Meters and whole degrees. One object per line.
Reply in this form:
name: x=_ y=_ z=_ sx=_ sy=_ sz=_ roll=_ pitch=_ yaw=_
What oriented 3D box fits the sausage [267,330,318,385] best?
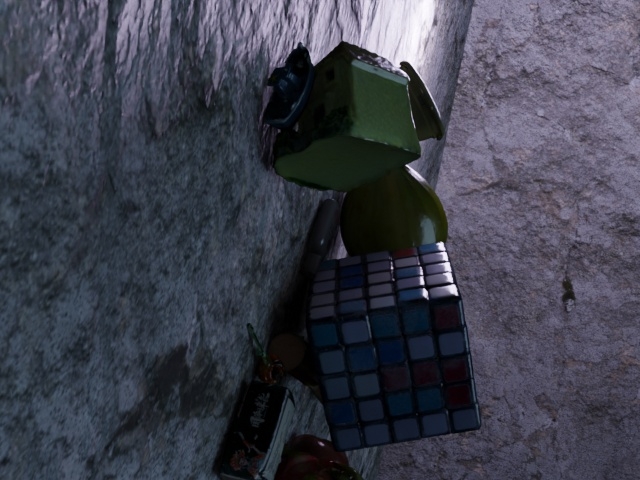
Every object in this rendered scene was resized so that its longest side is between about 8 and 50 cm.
sausage: x=-0.032 y=0.248 z=1.772 sx=0.371 sy=0.082 sz=0.082 roll=61 pitch=44 yaw=-73

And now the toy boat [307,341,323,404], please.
toy boat: x=0.028 y=0.291 z=1.973 sx=0.061 sy=0.116 sz=0.188 roll=-53 pitch=154 yaw=-47

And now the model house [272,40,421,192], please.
model house: x=0.021 y=-0.197 z=1.365 sx=0.214 sy=0.195 sz=0.189 roll=-23 pitch=-118 yaw=51

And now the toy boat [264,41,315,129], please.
toy boat: x=-0.046 y=-0.225 z=1.277 sx=0.061 sy=0.060 sz=0.137 roll=46 pitch=59 yaw=-46

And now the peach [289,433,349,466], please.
peach: x=-0.007 y=0.517 z=2.000 sx=0.152 sy=0.152 sz=0.152 roll=13 pitch=90 yaw=-78

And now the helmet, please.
helmet: x=0.192 y=-0.304 z=2.071 sx=0.204 sy=0.137 sz=0.257 roll=63 pitch=7 yaw=-2

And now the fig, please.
fig: x=0.163 y=-0.059 z=1.953 sx=0.239 sy=0.239 sz=0.271 roll=-55 pitch=146 yaw=-59

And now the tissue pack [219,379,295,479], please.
tissue pack: x=-0.106 y=0.333 z=1.496 sx=0.103 sy=0.090 sz=0.170 roll=78 pitch=26 yaw=-63

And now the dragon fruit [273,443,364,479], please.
dragon fruit: x=-0.022 y=0.554 z=1.778 sx=0.231 sy=0.237 sz=0.303 roll=-58 pitch=179 yaw=-30

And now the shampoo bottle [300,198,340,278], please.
shampoo bottle: x=0.000 y=0.000 z=1.741 sx=0.080 sy=0.040 sz=0.165 roll=86 pitch=20 yaw=-57

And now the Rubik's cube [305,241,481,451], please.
Rubik's cube: x=0.136 y=0.198 z=1.711 sx=0.293 sy=0.291 sz=0.287 roll=-93 pitch=173 yaw=-70

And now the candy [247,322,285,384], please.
candy: x=-0.101 y=0.192 z=1.513 sx=0.185 sy=0.049 sz=0.056 roll=72 pitch=25 yaw=-52
